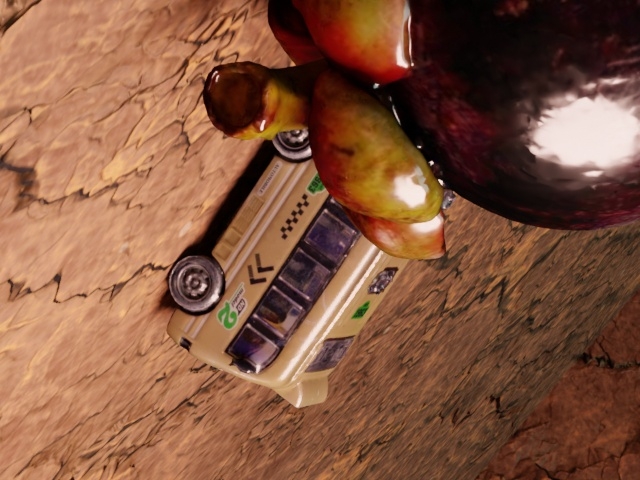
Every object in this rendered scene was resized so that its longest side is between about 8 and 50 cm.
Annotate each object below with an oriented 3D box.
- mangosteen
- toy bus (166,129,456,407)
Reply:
[{"bbox_3d":[0.141,-0.159,1.366,0.435,0.382,0.382,-42,162,-6],"label":"mangosteen"},{"bbox_3d":[0.000,0.000,1.648,0.289,0.157,0.139,-56,163,10],"label":"toy bus"}]
